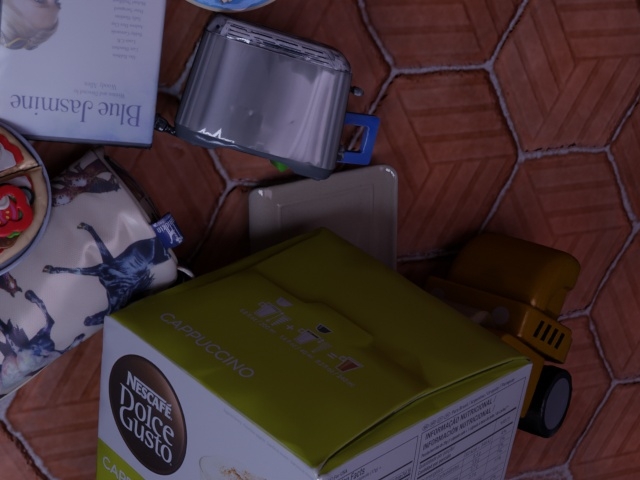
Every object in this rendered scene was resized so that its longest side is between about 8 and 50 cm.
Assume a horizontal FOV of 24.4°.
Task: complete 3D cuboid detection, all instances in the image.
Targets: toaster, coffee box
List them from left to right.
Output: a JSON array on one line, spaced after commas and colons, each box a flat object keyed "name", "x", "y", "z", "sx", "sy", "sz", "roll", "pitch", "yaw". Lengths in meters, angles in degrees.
[{"name": "toaster", "x": -0.069, "y": -0.167, "z": 1.670, "sx": 0.227, "sy": 0.129, "sz": 0.146, "roll": 16, "pitch": 99, "yaw": -7}, {"name": "coffee box", "x": -0.020, "y": 0.236, "z": 1.656, "sx": 0.338, "sy": 0.338, "sz": 0.334, "roll": -22, "pitch": 132, "yaw": -40}]

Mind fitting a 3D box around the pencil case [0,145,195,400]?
[{"name": "pencil case", "x": -0.339, "y": 0.086, "z": 1.607, "sx": 0.410, "sy": 0.160, "sz": 0.183, "roll": -39, "pitch": 90, "yaw": -11}]

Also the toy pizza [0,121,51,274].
[{"name": "toy pizza", "x": -0.380, "y": -0.049, "z": 1.531, "sx": 0.201, "sy": 0.032, "sz": 0.201, "roll": 5, "pitch": 67, "yaw": -12}]

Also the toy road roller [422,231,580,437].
[{"name": "toy road roller", "x": 0.207, "y": 0.096, "z": 1.900, "sx": 0.329, "sy": 0.202, "sz": 0.240, "roll": 29, "pitch": 78, "yaw": -56}]

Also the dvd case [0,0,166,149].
[{"name": "dvd case", "x": -0.258, "y": -0.225, "z": 1.581, "sx": 0.180, "sy": 0.022, "sz": 0.253, "roll": 3, "pitch": 110, "yaw": -14}]

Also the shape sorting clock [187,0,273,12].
[{"name": "shape sorting clock", "x": -0.098, "y": -0.353, "z": 1.617, "sx": 0.206, "sy": 0.040, "sz": 0.206, "roll": -3, "pitch": 99, "yaw": -21}]

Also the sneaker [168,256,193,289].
[{"name": "sneaker", "x": -0.170, "y": 0.136, "z": 1.785, "sx": 0.108, "sy": 0.100, "sz": 0.271, "roll": -19, "pitch": 126, "yaw": -33}]

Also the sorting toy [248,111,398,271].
[{"name": "sorting toy", "x": 0.000, "y": 0.000, "z": 1.850, "sx": 0.196, "sy": 0.047, "sz": 0.347, "roll": -11, "pitch": 116, "yaw": -23}]
